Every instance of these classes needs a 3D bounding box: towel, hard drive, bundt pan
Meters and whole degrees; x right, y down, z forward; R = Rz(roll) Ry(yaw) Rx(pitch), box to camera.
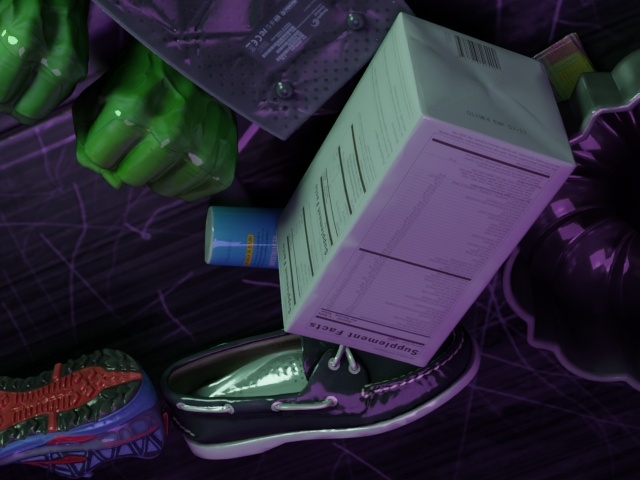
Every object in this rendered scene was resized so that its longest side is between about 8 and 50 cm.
[{"bbox_3d":[0.196,-0.137,1.206,0.083,0.009,0.060,-30,121,17],"label":"towel"},{"bbox_3d":[-0.070,-0.209,1.089,0.255,0.054,0.172,37,115,-25],"label":"hard drive"},{"bbox_3d":[0.306,-0.034,1.208,0.331,0.124,0.330,-3,126,-4],"label":"bundt pan"}]

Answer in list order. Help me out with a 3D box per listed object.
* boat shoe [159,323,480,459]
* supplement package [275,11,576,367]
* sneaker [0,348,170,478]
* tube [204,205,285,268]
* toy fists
[{"bbox_3d":[-0.004,0.126,1.310,0.303,0.114,0.091,-19,128,9],"label":"boat shoe"},{"bbox_3d":[0.074,-0.035,1.131,0.139,0.134,0.244,17,129,-21],"label":"supplement package"},{"bbox_3d":[-0.265,0.194,1.338,0.262,0.104,0.125,-12,134,21],"label":"sneaker"},{"bbox_3d":[0.000,0.000,1.270,0.207,0.052,0.080,2,131,-11],"label":"tube"},{"bbox_3d":[-0.185,-0.128,1.112,0.279,0.142,0.096,34,116,-22],"label":"toy fists"}]
